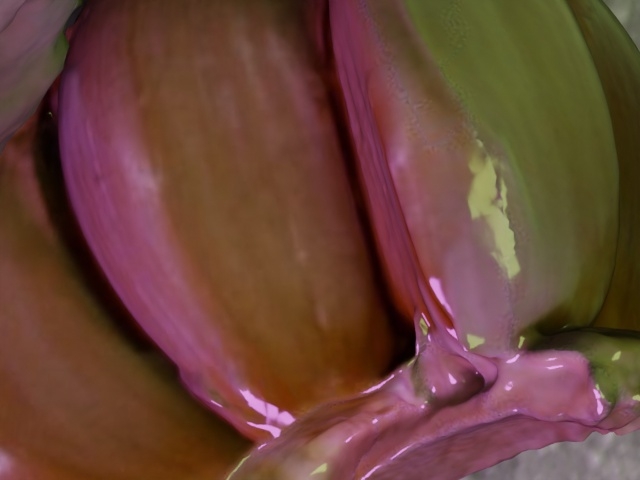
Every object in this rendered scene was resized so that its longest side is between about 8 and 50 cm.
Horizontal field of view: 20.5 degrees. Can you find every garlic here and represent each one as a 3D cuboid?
[{"bbox_3d":[0.000,0.000,0.520,0.160,0.214,0.191,10,54,-54],"label":"garlic"}]

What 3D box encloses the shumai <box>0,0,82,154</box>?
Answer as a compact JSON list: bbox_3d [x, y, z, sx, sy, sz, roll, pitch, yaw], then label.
[{"bbox_3d":[-0.164,-0.069,0.339,0.309,0.263,0.304,15,86,-33],"label":"shumai"}]
